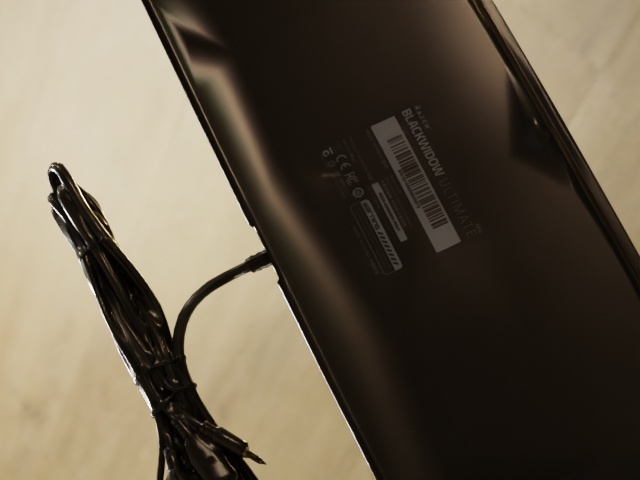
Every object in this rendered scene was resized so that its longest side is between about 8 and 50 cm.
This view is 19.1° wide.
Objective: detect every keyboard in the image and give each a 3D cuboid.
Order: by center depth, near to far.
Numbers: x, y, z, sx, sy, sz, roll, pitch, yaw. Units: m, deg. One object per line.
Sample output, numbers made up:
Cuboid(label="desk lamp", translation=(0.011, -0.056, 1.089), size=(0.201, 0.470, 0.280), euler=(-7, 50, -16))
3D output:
Cuboid(label="keyboard", translation=(0.000, 0.000, 0.703), size=(0.033, 0.201, 0.317), euler=(78, -14, -68))
